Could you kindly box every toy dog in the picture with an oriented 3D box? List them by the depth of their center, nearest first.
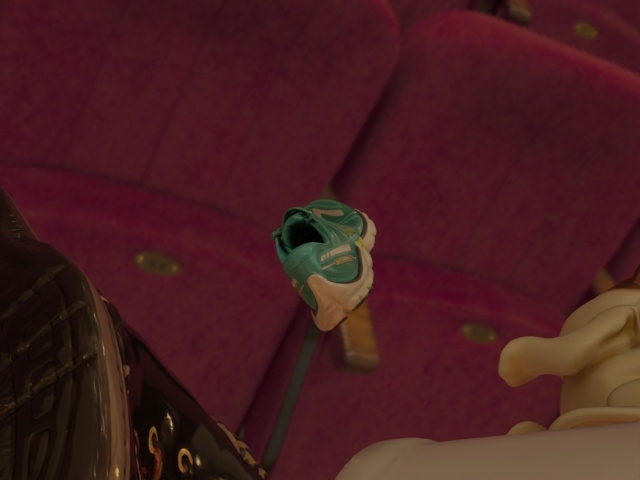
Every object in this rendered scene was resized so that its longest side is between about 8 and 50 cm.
[{"bbox_3d":[0.385,0.176,1.232,0.408,0.395,0.284,-82,155,-65],"label":"toy dog"}]

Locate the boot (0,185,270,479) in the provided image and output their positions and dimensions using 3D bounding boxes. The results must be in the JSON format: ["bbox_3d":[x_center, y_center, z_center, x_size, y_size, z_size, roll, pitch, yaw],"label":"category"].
[{"bbox_3d":[-0.123,0.135,0.645,0.284,0.138,0.377,54,-9,-33],"label":"boot"}]

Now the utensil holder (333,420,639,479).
[{"bbox_3d":[0.225,0.280,0.763,0.327,0.385,0.328,29,55,-50],"label":"utensil holder"}]

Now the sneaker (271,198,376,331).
[{"bbox_3d":[0.000,0.000,1.298,0.110,0.107,0.275,46,10,-16],"label":"sneaker"}]
